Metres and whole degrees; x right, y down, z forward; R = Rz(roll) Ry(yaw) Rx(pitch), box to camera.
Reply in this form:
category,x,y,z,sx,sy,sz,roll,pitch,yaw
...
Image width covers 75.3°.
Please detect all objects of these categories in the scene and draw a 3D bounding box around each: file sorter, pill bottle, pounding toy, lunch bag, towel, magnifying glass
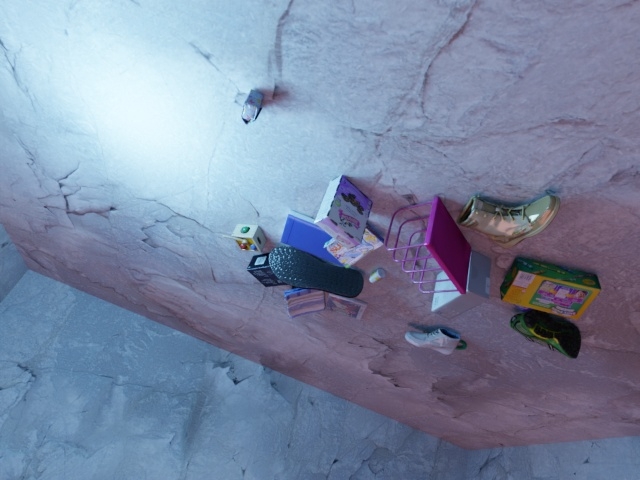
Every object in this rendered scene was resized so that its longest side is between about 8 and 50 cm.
category,x,y,z,sx,sy,sz,roll,pitch,yaw
file sorter,0.377,0.032,1.452,0.182,0.202,0.291,-11,135,39
pill bottle,0.249,0.159,1.831,0.043,0.043,0.083,27,146,-11
pounding toy,-0.334,-0.009,1.840,0.130,0.100,0.141,4,143,21
lunch bag,-0.207,-0.400,1.259,0.053,0.071,0.083,22,144,-10
towel,-0.079,0.316,2.141,0.209,0.034,0.285,-13,146,-6
magnifying glass,0.642,0.516,2.151,0.231,0.026,0.092,16,145,3

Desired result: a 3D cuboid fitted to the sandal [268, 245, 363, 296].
category,x,y,z,sx,sy,sz,roll,pitch,yaw
sandal,-0.028,0.159,1.879,0.445,0.168,0.107,20,164,0

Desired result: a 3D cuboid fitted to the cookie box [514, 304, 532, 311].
category,x,y,z,sx,sy,sz,roll,pitch,yaw
cookie box,0.825,0.234,1.647,0.092,0.040,0.107,33,144,-16

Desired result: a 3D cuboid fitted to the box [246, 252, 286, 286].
category,x,y,z,sx,sy,sz,roll,pitch,yaw
box,-0.243,0.143,2.013,0.156,0.093,0.158,-10,135,36

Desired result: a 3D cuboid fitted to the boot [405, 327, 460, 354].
category,x,y,z,sx,sy,sz,roll,pitch,yaw
boot,0.564,0.478,2.081,0.258,0.095,0.123,16,122,-2

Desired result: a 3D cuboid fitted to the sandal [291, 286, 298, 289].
category,x,y,z,sx,sy,sz,roll,pitch,yaw
sandal,-0.108,0.270,2.149,0.090,0.060,0.219,10,145,14

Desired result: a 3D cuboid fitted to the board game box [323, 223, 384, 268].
category,x,y,z,sx,sy,sz,roll,pitch,yaw
board game box,0.130,0.012,1.631,0.136,0.035,0.201,42,124,-16

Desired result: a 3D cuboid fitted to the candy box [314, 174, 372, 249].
category,x,y,z,sx,sy,sz,roll,pitch,yaw
candy box,0.084,-0.096,1.423,0.165,0.196,0.070,38,142,-26

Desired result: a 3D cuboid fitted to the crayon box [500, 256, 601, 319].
category,x,y,z,sx,sy,sz,roll,pitch,yaw
crayon box,0.820,0.173,1.499,0.278,0.081,0.165,14,132,8

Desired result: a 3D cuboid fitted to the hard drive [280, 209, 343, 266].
category,x,y,z,sx,sy,sz,roll,pitch,yaw
hard drive,0.000,0.000,1.738,0.318,0.040,0.210,21,146,-2

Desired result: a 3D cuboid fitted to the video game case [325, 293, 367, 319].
category,x,y,z,sx,sy,sz,roll,pitch,yaw
video game case,0.131,0.343,2.164,0.201,0.023,0.183,17,146,5

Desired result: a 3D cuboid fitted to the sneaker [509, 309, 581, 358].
category,x,y,z,sx,sy,sz,roll,pitch,yaw
sneaker,0.952,0.385,1.744,0.343,0.134,0.146,31,160,-13

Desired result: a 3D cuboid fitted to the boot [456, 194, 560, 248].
category,x,y,z,sx,sy,sz,roll,pitch,yaw
boot,0.573,-0.086,1.288,0.203,0.095,0.262,26,150,-6

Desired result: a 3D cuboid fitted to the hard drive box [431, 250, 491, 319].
category,x,y,z,sx,sy,sz,roll,pitch,yaw
hard drive box,0.536,0.175,1.588,0.089,0.181,0.232,25,146,-8
